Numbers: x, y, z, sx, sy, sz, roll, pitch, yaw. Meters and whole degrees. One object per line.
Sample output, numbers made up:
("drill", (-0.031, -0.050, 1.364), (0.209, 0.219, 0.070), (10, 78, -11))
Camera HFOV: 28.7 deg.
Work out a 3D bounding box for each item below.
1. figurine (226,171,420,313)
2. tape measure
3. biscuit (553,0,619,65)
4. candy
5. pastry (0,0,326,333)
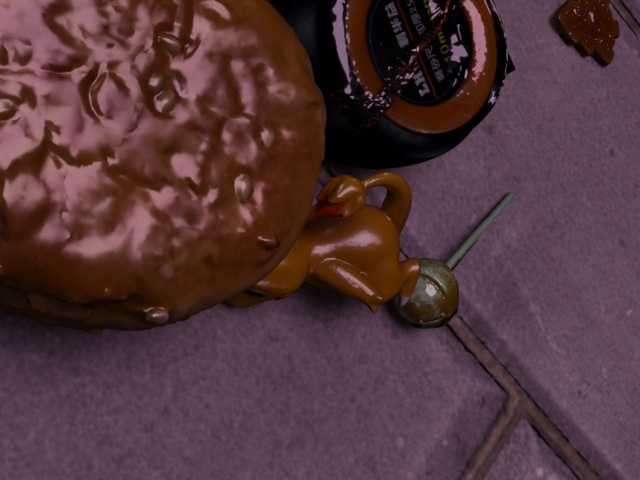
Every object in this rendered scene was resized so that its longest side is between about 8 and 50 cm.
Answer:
("figurine", (-0.001, -0.002, 0.985), (0.176, 0.122, 0.121), (-10, 49, -29))
("tape measure", (0.055, -0.165, 1.067), (0.223, 0.135, 0.202), (-35, 107, -33))
("biscuit", (0.276, -0.222, 1.299), (0.092, 0.016, 0.082), (-2, 82, -33))
("candy", (0.129, 0.009, 1.121), (0.061, 0.061, 0.202), (55, 46, -9))
("pastry", (-0.160, -0.080, 0.861), (0.316, 0.184, 0.284), (17, 79, -30))
